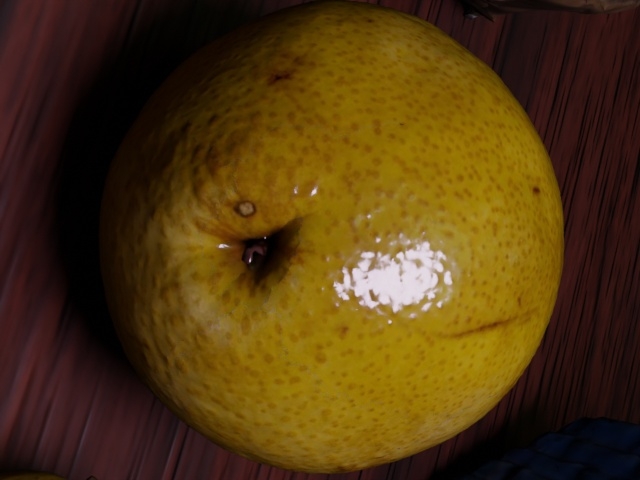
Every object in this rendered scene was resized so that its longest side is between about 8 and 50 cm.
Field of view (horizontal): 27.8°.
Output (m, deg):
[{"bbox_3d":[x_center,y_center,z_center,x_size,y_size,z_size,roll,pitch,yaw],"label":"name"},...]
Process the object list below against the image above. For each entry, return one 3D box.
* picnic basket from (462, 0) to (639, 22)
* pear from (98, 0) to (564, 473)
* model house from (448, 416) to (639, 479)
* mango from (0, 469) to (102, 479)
[{"bbox_3d":[0.194,-0.287,0.700,0.293,0.337,0.337,35,66,-49],"label":"picnic basket"},{"bbox_3d":[0.000,0.000,0.569,0.209,0.209,0.208,-8,100,-52],"label":"pear"},{"bbox_3d":[0.189,0.337,0.764,0.400,0.395,0.445,28,83,-38],"label":"model house"},{"bbox_3d":[-0.134,0.169,0.497,0.195,0.098,0.137,-40,128,-37],"label":"mango"}]
